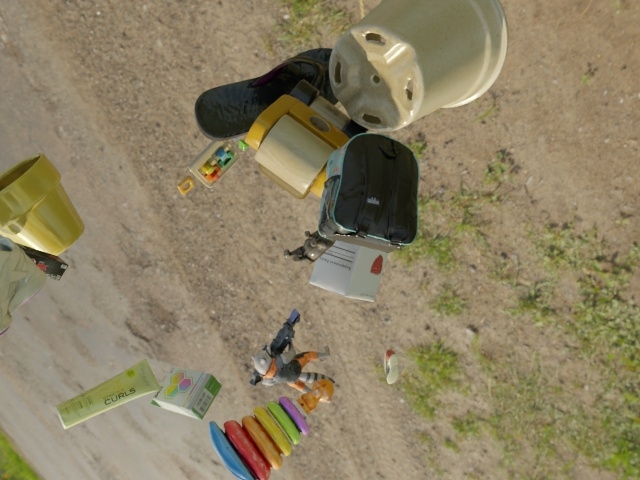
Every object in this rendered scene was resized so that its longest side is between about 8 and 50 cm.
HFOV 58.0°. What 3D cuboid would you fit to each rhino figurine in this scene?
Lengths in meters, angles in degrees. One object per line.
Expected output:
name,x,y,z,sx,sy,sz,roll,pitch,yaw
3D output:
rhino figurine,0.000,0.000,1.813,0.243,0.106,0.073,-38,62,31

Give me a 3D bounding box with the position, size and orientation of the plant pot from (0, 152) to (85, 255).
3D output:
plant pot,-0.813,-0.081,1.642,0.254,0.254,0.239,-2,132,42

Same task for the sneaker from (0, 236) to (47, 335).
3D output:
sneaker,-0.651,0.100,1.111,0.114,0.305,0.152,-20,114,6

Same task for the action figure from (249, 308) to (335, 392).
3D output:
action figure,-0.098,0.441,2.147,0.178,0.330,0.341,42,111,50

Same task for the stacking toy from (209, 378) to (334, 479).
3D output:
stacking toy,-0.091,0.425,1.344,0.175,0.302,0.166,42,160,34

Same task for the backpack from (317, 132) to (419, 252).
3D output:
backpack,0.082,-0.083,0.996,0.166,0.188,0.144,12,170,-17

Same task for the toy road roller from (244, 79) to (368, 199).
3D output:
toy road roller,-0.051,-0.188,1.319,0.202,0.329,0.240,36,125,-2

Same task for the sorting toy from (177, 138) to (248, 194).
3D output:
sorting toy,-0.393,-0.290,2.194,0.047,0.348,0.196,42,176,20

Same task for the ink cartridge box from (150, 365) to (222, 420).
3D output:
ink cartridge box,-0.386,0.411,1.590,0.209,0.109,0.062,3,139,35

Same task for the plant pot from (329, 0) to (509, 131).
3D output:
plant pot,0.191,-0.393,1.253,0.334,0.305,0.334,23,134,26

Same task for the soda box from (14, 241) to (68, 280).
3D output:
soda box,-0.759,0.054,1.530,0.060,0.053,0.169,30,177,28

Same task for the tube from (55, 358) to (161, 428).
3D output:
tube,-0.528,0.382,1.438,0.062,0.240,0.070,11,118,54

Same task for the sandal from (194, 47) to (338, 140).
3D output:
sandal,-0.100,-0.372,1.465,0.167,0.445,0.107,63,161,-3

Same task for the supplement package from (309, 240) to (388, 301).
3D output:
supplement package,0.116,0.044,2.007,0.175,0.177,0.293,17,91,41

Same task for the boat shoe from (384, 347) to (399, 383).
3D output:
boat shoe,0.238,0.429,1.970,0.043,0.049,0.137,42,145,50
